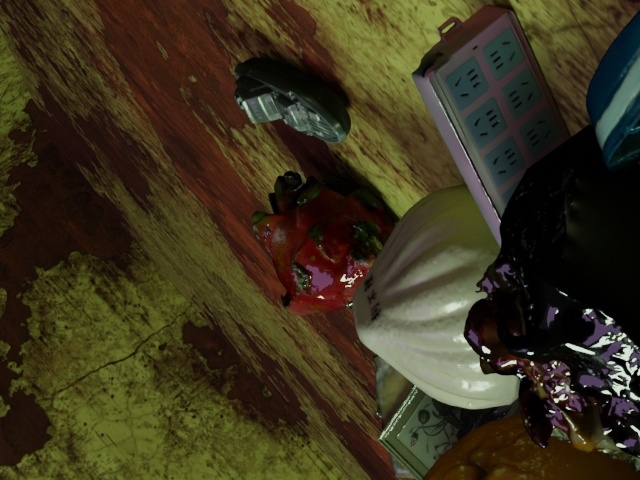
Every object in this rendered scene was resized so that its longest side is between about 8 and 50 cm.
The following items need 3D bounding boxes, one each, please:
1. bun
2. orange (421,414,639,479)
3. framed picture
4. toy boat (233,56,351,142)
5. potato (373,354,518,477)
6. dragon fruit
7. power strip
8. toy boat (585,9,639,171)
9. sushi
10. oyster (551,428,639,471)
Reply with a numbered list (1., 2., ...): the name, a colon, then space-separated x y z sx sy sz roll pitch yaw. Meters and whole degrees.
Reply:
1. bun: 0.123 0.072 1.718 0.263 0.175 0.263 170 90 -89
2. orange: 0.263 0.366 1.857 0.340 0.340 0.293 29 155 57
3. framed picture: 0.192 0.240 2.077 0.173 0.231 0.010 41 -161 31
4. toy boat: -0.039 -0.176 1.982 0.260 0.085 0.078 33 156 52
5. potato: 0.233 0.244 2.180 0.264 0.190 0.211 -10 165 37
6. dragon fruit: 0.008 -0.017 2.112 0.200 0.198 0.269 -49 47 42
7. power strip: 0.182 -0.091 1.447 0.037 0.109 0.279 28 153 56
8. toy boat: 0.258 -0.120 1.175 0.062 0.096 0.299 60 170 12
9. sushi: 0.246 0.073 1.367 0.227 0.215 0.212 37 135 -17
10. oyster: 0.304 0.148 1.642 0.351 0.158 0.162 -157 73 -77
